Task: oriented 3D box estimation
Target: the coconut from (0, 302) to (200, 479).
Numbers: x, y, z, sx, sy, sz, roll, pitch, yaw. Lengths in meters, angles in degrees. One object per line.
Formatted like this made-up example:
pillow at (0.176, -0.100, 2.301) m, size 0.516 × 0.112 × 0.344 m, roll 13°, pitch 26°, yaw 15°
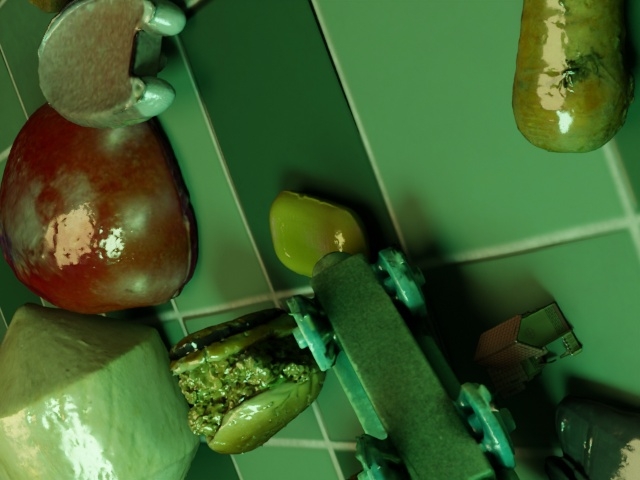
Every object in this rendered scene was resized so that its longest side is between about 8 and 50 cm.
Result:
coconut at (-0.323, 0.228, 1.339) m, size 0.329 × 0.329 × 0.328 m, roll 31°, pitch 132°, yaw 42°

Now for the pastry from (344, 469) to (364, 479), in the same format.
pastry at (0.082, 0.306, 0.973) m, size 0.189 × 0.103 × 0.188 m, roll 31°, pitch 132°, yaw 41°

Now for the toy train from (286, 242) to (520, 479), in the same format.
toy train at (0.076, 0.141, 0.819) m, size 0.298 × 0.120 × 0.194 m, roll 62°, pitch 179°, yaw 45°

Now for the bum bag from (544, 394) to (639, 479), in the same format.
bum bag at (0.231, 0.242, 0.772) m, size 0.123 × 0.060 × 0.248 m, roll 22°, pitch 124°, yaw 48°

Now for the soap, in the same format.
soap at (0.001, 0.000, 0.960) m, size 0.140 × 0.045 × 0.088 m, roll 20°, pitch 122°, yaw 49°

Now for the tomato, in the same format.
tomato at (-0.315, -0.047, 1.258) m, size 0.335 × 0.176 × 0.289 m, roll 22°, pitch 123°, yaw 48°

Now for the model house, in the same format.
model house at (0.155, 0.091, 0.789) m, size 0.057 × 0.058 × 0.083 m, roll 62°, pitch 146°, yaw 7°

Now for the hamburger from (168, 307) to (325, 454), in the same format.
hamburger at (-0.071, 0.146, 1.047) m, size 0.131 × 0.159 × 0.185 m, roll 64°, pitch 166°, yaw 12°

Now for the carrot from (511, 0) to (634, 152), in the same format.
carrot at (0.154, -0.202, 0.620) m, size 0.078 × 0.078 × 0.298 m, roll 16°, pitch 117°, yaw 50°

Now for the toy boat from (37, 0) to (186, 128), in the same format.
toy boat at (-0.226, -0.199, 1.119) m, size 0.227 × 0.085 × 0.155 m, roll 5°, pitch 89°, yaw 41°

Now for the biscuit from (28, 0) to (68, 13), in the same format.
biscuit at (-0.302, -0.385, 1.158) m, size 0.183 × 0.047 × 0.319 m, roll 55°, pitch 145°, yaw 21°
